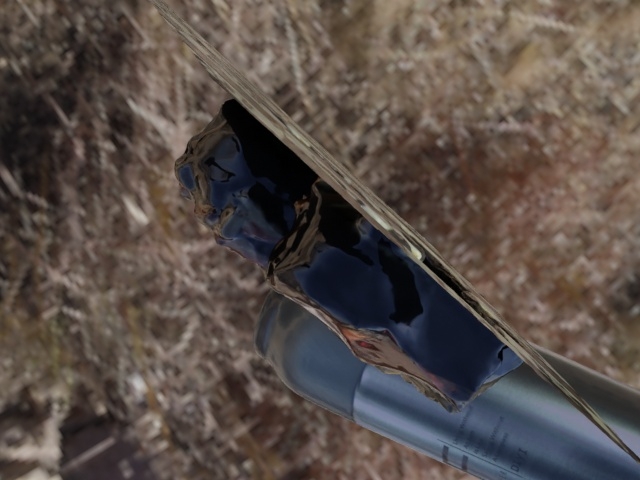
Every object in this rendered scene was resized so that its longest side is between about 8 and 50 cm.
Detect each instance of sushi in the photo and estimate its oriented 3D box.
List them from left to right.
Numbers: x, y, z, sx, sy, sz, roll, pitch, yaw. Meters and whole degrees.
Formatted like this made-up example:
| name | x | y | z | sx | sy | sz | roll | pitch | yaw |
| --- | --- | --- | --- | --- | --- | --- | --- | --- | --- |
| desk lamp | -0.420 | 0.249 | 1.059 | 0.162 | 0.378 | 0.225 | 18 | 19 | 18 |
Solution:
| name | x | y | z | sx | sy | sz | roll | pitch | yaw |
| --- | --- | --- | --- | --- | --- | --- | --- | --- | --- |
| sushi | 0.000 | 0.000 | 0.545 | 0.192 | 0.279 | 0.043 | 41 | 93 | -20 |

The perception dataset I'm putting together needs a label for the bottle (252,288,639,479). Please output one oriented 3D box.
| name | x | y | z | sx | sy | sz | roll | pitch | yaw |
| --- | --- | --- | --- | --- | --- | --- | --- | --- | --- |
| bottle | 0.088 | 0.080 | 0.891 | 0.079 | 0.254 | 0.096 | -46 | 153 | -50 |
